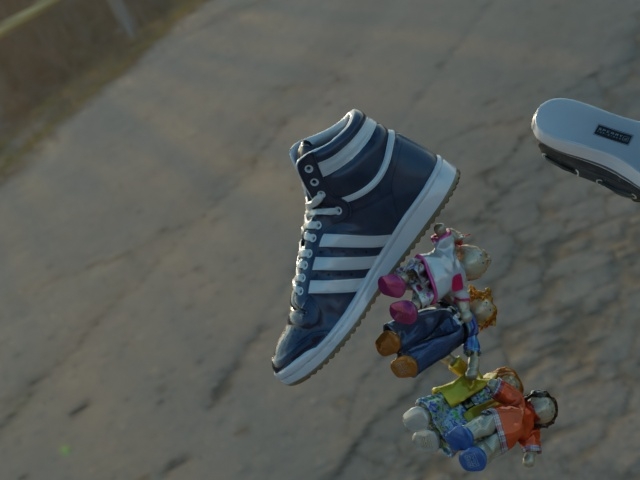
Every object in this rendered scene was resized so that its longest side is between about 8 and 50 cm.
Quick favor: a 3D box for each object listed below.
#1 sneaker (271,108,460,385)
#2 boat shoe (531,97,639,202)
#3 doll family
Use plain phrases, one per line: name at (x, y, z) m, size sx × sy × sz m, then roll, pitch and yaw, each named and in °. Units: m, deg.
sneaker at (0.000, 0.000, 1.467) m, size 0.282 × 0.153 × 0.099 m, roll -54°, pitch 13°, yaw 4°
boat shoe at (0.329, -0.077, 1.543) m, size 0.229 × 0.076 × 0.080 m, roll 22°, pitch 62°, yaw 22°
doll family at (0.141, 0.118, 1.494) m, size 0.163 × 0.263 × 0.118 m, roll -21°, pitch -3°, yaw -42°
